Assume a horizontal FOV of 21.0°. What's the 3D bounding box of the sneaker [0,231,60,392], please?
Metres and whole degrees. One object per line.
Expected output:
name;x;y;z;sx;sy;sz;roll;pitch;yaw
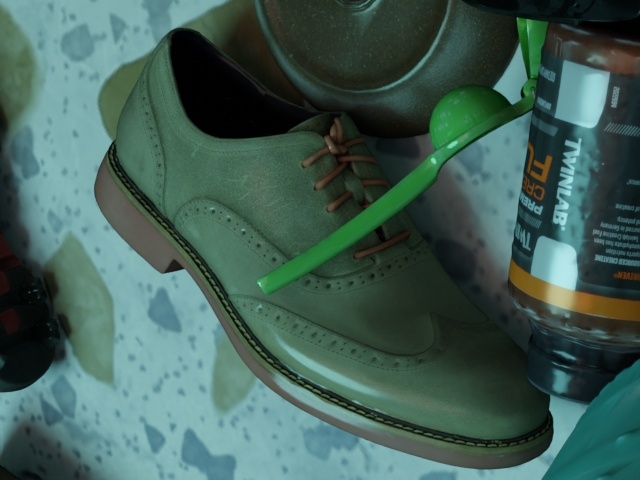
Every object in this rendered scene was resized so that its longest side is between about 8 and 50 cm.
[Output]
sneaker;-0.286;-0.016;1.236;0.135;0.098;0.276;-17;90;36

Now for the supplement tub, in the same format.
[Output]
supplement tub;0.155;-0.016;0.900;0.106;0.106;0.198;17;109;33

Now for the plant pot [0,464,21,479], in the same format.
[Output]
plant pot;-0.208;0.278;1.189;0.230;0.215;0.215;24;113;16

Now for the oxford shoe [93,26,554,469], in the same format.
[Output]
oxford shoe;0.000;0.000;1.001;0.348;0.123;0.130;35;125;26

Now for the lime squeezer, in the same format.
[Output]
lime squeezer;0.074;-0.095;0.932;0.310;0.110;0.059;-67;14;4

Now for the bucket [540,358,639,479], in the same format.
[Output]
bucket;0.208;0.186;0.809;0.281;0.183;0.281;9;117;18

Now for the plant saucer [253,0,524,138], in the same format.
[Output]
plant saucer;0.028;-0.156;1.012;0.199;0.036;0.198;9;105;35

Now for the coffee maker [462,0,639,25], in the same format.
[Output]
coffee maker;0.114;-0.203;0.851;0.171;0.120;0.178;2;63;56
